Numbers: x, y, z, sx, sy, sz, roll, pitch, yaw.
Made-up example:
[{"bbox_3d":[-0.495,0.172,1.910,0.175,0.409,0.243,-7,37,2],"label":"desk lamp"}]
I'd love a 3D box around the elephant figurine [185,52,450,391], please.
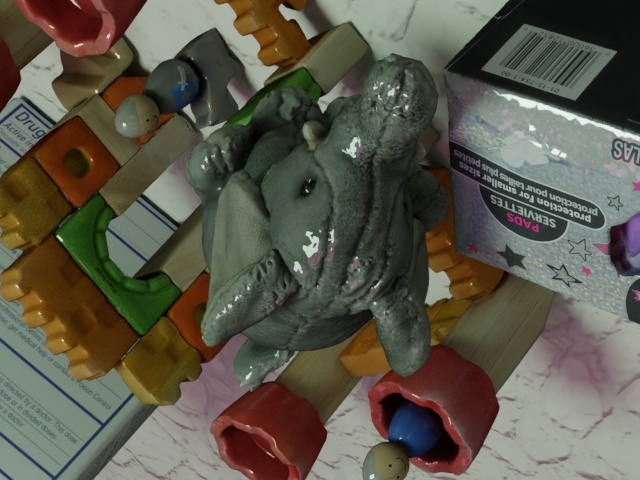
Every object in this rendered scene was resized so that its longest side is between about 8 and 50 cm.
[{"bbox_3d":[0.000,0.000,0.933,0.186,0.169,0.239,63,179,-14],"label":"elephant figurine"}]

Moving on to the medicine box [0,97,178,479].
[{"bbox_3d":[-0.258,0.075,1.417,0.263,0.289,0.149,40,145,3],"label":"medicine box"}]

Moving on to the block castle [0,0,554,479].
[{"bbox_3d":[-0.084,-0.018,1.199,0.453,0.213,0.303,50,147,-14],"label":"block castle"}]

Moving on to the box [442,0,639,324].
[{"bbox_3d":[0.211,-0.044,0.905,0.247,0.163,0.142,22,141,29],"label":"box"}]
